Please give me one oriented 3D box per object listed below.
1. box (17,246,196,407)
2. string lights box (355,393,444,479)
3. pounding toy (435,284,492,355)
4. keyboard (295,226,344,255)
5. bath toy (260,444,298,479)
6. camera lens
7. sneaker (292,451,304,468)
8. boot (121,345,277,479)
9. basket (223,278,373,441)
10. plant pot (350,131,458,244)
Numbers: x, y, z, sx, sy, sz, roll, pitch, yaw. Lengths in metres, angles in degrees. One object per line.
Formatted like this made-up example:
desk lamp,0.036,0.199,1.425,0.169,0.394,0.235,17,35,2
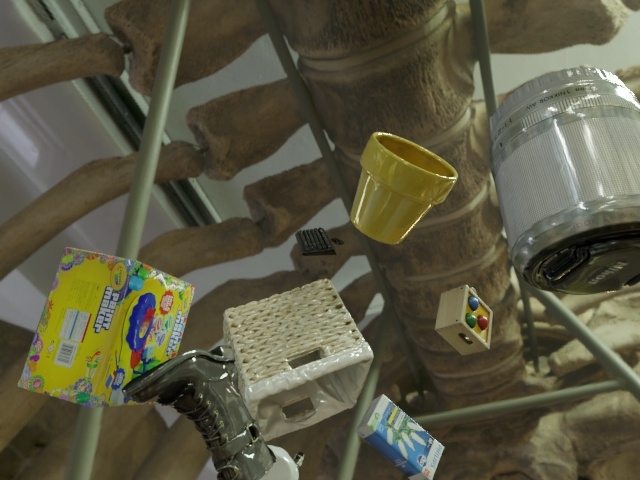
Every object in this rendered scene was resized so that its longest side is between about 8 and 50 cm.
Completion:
box,-0.448,0.197,1.133,0.177,0.289,0.279,9,-13,15
string lights box,0.252,0.630,1.625,0.260,0.133,0.076,40,-46,2
pounding toy,0.416,0.200,1.393,0.181,0.206,0.094,43,-45,-21
keyboard,0.000,0.000,1.223,0.108,0.180,0.023,-2,-73,-7
bath toy,-0.162,0.571,0.996,0.152,0.348,0.129,25,-26,2
camera lens,0.367,-0.075,0.729,0.220,0.274,0.219,-1,-30,-1
sneaker,-0.066,0.585,1.365,0.032,0.036,0.083,22,-2,13
boot,-0.162,0.282,0.776,0.091,0.228,0.263,-29,-14,20
basket,-0.077,0.319,1.356,0.329,0.266,0.331,-16,-34,-19
plant pot,0.203,-0.130,1.389,0.254,0.254,0.239,16,-64,-17
